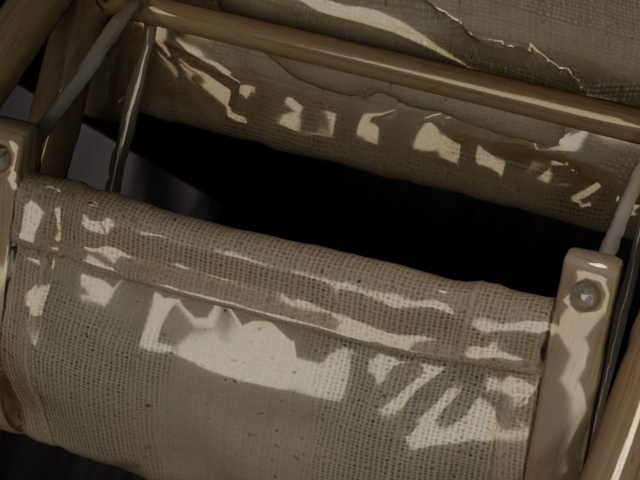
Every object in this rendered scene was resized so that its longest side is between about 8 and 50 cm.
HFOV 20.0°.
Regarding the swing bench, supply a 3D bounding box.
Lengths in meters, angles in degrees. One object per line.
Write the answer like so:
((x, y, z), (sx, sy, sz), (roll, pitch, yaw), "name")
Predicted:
((0.000, 0.000, 0.578), (0.253, 0.165, 0.255), (16, 74, 16), "swing bench")
